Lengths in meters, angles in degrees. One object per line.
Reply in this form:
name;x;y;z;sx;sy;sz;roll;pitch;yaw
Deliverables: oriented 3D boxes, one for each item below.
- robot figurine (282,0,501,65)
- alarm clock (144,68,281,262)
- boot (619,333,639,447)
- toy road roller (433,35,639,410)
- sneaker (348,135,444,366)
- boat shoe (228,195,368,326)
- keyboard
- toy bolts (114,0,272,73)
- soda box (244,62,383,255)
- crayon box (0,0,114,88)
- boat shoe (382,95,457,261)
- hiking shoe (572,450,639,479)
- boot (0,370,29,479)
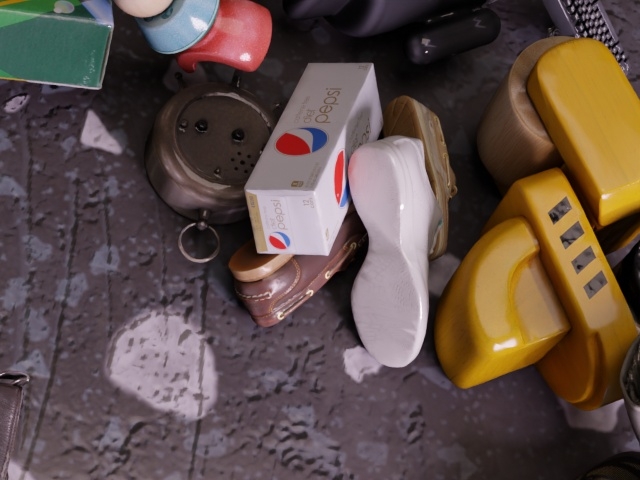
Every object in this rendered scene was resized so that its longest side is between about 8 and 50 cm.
robot figurine;0.087;-0.302;1.536;0.278;0.209;0.173;-17;33;-25
alarm clock;-0.098;-0.067;1.428;0.129;0.064;0.192;15;65;-12
boot;0.298;0.203;1.307;0.076;0.208;0.190;-1;45;16
toy road roller;0.202;-0.002;1.425;0.240;0.202;0.329;-19;74;-15
sneaker;0.081;0.008;1.409;0.094;0.080;0.212;-21;113;-52
boat shoe;0.000;0.000;1.430;0.207;0.073;0.073;-37;120;-27
keyboard;0.271;-0.220;1.595;0.108;0.023;0.180;-52;124;-32
toy bolts;-0.139;-0.276;1.409;0.158;0.218;0.228;30;62;-52
soda box;-0.003;-0.078;1.408;0.069;0.074;0.216;2;37;17
crayon box;-0.355;-0.245;1.375;0.323;0.083;0.203;4;45;-17
boat shoe;0.105;-0.058;1.493;0.059;0.063;0.170;10;67;-43
hiking shoe;0.240;0.259;1.356;0.227;0.114;0.086;-37;82;-30
boot;-0.356;0.194;1.199;0.229;0.091;0.263;22;67;-17
